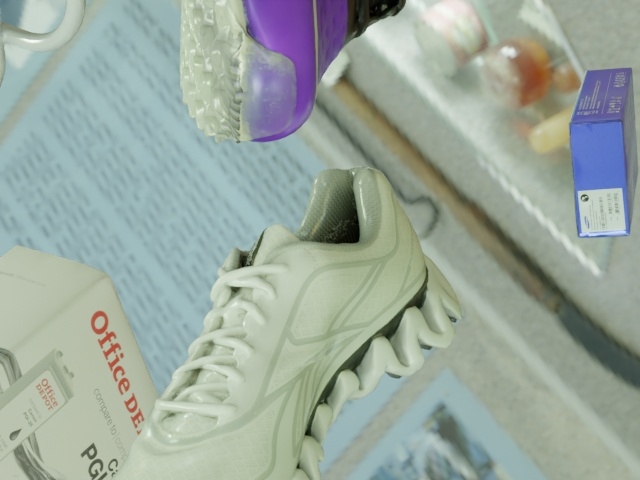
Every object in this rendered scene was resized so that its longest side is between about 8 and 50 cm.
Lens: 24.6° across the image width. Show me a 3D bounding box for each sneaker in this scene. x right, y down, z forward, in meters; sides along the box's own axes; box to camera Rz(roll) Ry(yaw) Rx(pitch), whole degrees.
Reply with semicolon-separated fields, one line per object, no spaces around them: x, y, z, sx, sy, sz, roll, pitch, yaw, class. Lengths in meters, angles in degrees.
0.012;-0.147;0.660;0.293;0.146;0.102;-92;5;-52;sneaker
-0.035;0.067;0.777;0.110;0.292;0.118;5;127;35;sneaker

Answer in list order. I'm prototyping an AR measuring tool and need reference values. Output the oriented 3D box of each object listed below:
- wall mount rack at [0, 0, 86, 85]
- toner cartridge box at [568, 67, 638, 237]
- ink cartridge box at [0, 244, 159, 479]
-0.319;-0.147;0.974;0.350;0.130;0.304;22;127;29;wall mount rack
0.411;-0.134;2.113;0.075;0.348;0.165;-2;107;15;toner cartridge box
-0.258;0.167;1.113;0.117;0.283;0.207;14;134;39;ink cartridge box
